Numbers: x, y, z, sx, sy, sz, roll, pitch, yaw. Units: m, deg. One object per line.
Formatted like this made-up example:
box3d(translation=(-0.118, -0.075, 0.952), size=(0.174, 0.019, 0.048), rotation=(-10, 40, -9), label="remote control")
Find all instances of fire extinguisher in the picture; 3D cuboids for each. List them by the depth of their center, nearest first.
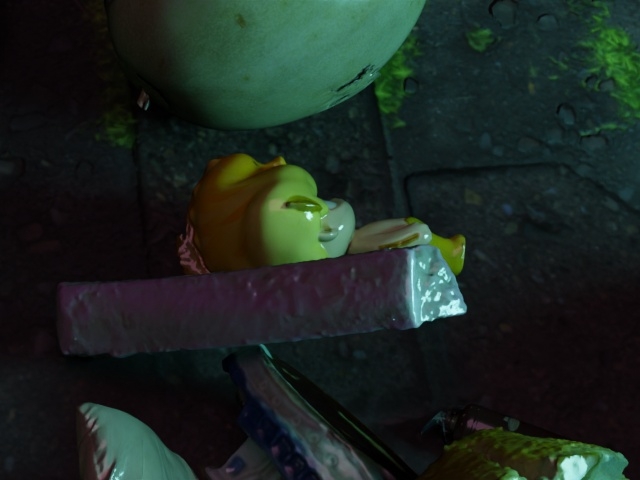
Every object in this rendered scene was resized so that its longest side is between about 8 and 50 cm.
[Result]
box3d(translation=(0.166, 0.171, 1.193), size=(0.158, 0.043, 0.064), rotation=(20, 31, 8), label="fire extinguisher")

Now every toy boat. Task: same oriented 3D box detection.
box3d(translation=(-0.005, 0.196, 1.139), size=(0.262, 0.114, 0.115), rotation=(40, 96, 25), label="toy boat")

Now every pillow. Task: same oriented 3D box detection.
box3d(translation=(-0.112, 0.264, 1.058), size=(0.067, 0.173, 0.270), rotation=(-24, 58, 16), label="pillow")

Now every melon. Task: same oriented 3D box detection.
box3d(translation=(-0.049, -0.237, 1.295), size=(0.330, 0.268, 0.268), rotation=(-42, 69, -14), label="melon")

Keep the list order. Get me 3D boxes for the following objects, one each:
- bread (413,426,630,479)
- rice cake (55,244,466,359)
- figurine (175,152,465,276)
box3d(translation=(0.131, 0.252, 1.034), size=(0.257, 0.124, 0.186), rotation=(-33, 107, -38), label="bread")
box3d(translation=(-0.064, 0.054, 1.157), size=(0.365, 0.056, 0.073), rotation=(-6, 90, 23), label="rice cake")
box3d(translation=(0.000, 0.000, 1.235), size=(0.246, 0.156, 0.131), rotation=(10, 80, -3), label="figurine")
